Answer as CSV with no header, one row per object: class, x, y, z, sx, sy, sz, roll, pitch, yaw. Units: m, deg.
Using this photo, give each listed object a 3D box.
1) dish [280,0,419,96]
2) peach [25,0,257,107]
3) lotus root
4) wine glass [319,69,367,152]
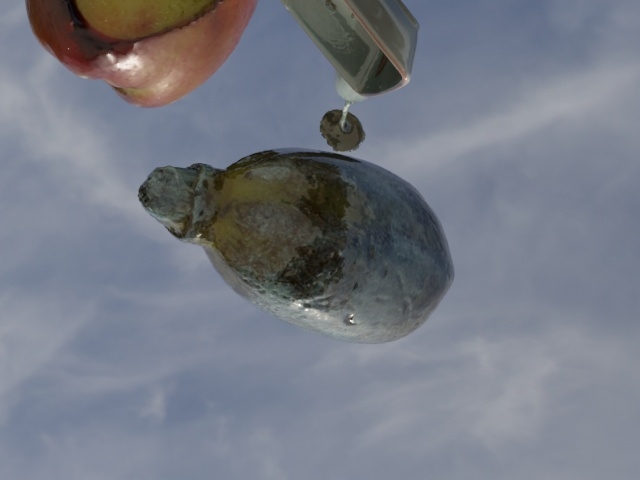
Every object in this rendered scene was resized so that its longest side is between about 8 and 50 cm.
dish,0.017,-0.263,0.898,0.064,0.234,0.154,-44,-166,-9
peach,-0.276,-0.394,1.353,0.335,0.310,0.405,25,-112,-5
lotus root,0.000,0.000,0.715,0.140,0.322,0.158,13,-94,40
wine glass,0.046,-0.207,1.150,0.074,0.262,0.074,2,-110,-6
